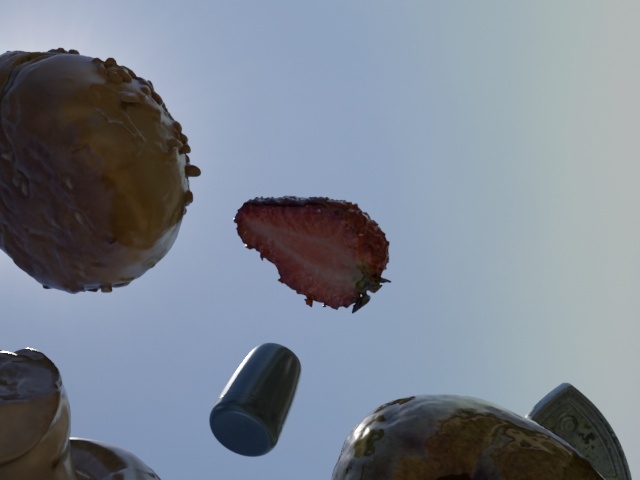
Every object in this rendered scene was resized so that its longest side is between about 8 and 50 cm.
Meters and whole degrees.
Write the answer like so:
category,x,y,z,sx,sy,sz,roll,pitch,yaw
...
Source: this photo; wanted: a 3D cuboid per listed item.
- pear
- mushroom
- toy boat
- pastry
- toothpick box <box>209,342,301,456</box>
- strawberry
category,x,y,z,sx,sy,sz,roll,pitch,yaw
pear,0.109,0.214,0.578,0.188,0.228,0.211,-61,-31,-15
mushroom,-0.238,0.232,0.657,0.297,0.297,0.290,-24,-59,-66
toy boat,0.221,0.288,0.753,0.092,0.141,0.320,-118,29,-84
pastry,-0.274,-0.086,0.931,0.184,0.315,0.284,-41,-60,-45
toothpick box,-0.101,0.262,1.375,0.184,0.120,0.120,-60,-37,-53
strawberry,0.004,-0.005,1.239,0.236,0.175,0.107,49,-152,1
